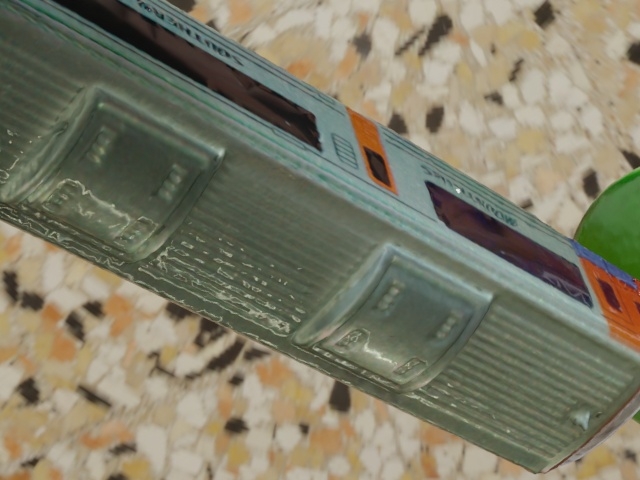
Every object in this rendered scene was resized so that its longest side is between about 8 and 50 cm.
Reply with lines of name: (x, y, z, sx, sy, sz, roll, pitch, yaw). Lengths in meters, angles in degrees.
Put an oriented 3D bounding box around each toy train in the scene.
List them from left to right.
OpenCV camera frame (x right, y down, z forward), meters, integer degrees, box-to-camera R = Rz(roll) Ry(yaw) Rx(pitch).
toy train: (0.000, 0.000, 0.707, 0.409, 0.089, 0.086, 29, 118, -31)

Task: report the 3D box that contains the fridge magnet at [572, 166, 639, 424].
fridge magnet: (0.263, 0.044, 1.251, 0.208, 0.088, 0.208, 16, 115, 38)
